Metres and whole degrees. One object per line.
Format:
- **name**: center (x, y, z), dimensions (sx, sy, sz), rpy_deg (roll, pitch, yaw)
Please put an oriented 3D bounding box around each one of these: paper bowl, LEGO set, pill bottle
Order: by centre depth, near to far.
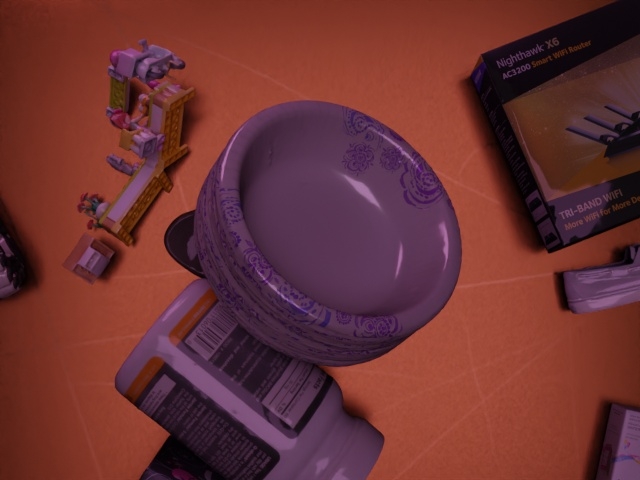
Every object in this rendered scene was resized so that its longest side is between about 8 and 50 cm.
- **paper bowl**: center (0.000, 0.000, 0.967), dimensions (0.284, 0.148, 0.284), rpy_deg (13, 57, -21)
- **pill bottle**: center (-0.076, 0.184, 0.987), dimensions (0.278, 0.162, 0.162), rpy_deg (39, 87, -1)
- **LEGO set**: center (-0.238, -0.099, 1.022), dimensions (0.107, 0.132, 0.287), rpy_deg (30, 111, 16)

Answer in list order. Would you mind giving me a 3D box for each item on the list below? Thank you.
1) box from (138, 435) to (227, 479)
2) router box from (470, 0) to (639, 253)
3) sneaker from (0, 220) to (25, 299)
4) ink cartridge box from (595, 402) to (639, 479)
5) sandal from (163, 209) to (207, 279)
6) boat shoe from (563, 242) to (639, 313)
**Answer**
- **box**: center (-0.107, 0.348, 0.979), dimensions (0.247, 0.163, 0.142), rpy_deg (30, 89, -1)
- **router box**: center (0.367, -0.154, 1.039), dimensions (0.309, 0.081, 0.243), rpy_deg (-22, 82, -2)
- **sneaker**: center (-0.479, -0.056, 0.999), dimensions (0.147, 0.130, 0.330), rpy_deg (-30, 90, -5)
- **ink cartridge box**: center (0.385, 0.266, 1.054), dimensions (0.088, 0.052, 0.122), rpy_deg (13, 89, -2)
- **sandal**: center (-0.082, 0.034, 1.042), dimensions (0.219, 0.060, 0.090), rpy_deg (35, 87, -1)
- **boat shoe**: center (0.382, 0.036, 1.061), dimensions (0.184, 0.066, 0.063), rpy_deg (-17, 90, 7)
